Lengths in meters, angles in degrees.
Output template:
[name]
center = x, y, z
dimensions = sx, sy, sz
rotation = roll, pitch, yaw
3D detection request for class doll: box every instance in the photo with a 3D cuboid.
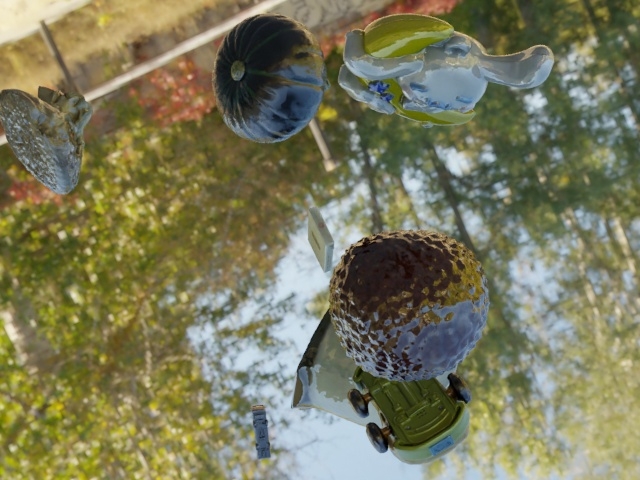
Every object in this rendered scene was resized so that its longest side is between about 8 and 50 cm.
[doll]
center = 0.148, -0.223, 1.217
dimensions = 0.237, 0.252, 0.111
rotation = 127, -21, -67

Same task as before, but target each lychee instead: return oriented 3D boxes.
[lychee]
center = 0.138, 0.104, 1.422
dimensions = 0.261, 0.260, 0.260
rotation = -24, -173, 3

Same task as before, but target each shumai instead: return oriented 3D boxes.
[shumai]
center = -0.466, -0.197, 1.607
dimensions = 0.162, 0.209, 0.153
rotation = 1, -143, 39

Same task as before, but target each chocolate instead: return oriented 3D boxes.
[chocolate]
center = 0.132, 0.284, 2.029
dimensions = 0.314, 0.297, 0.326
rotation = -43, 157, -42

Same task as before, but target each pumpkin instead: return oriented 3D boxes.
[pumpkin]
center = -0.079, -0.308, 1.780
dimensions = 0.248, 0.248, 0.248
rotation = -24, -173, 3

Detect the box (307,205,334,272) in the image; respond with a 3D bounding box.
[box]
center = 0.000, 0.000, 1.940
dimensions = 0.024, 0.090, 0.167
rotation = -22, 160, -10

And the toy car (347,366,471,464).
[toy car]
center = 0.171, 0.305, 1.676
dimensions = 0.200, 0.142, 0.247
rotation = -28, -135, -1

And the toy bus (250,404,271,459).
[toy bus]
center = -0.139, 0.448, 2.147
dimensions = 0.037, 0.130, 0.052
rotation = -7, -162, -5
